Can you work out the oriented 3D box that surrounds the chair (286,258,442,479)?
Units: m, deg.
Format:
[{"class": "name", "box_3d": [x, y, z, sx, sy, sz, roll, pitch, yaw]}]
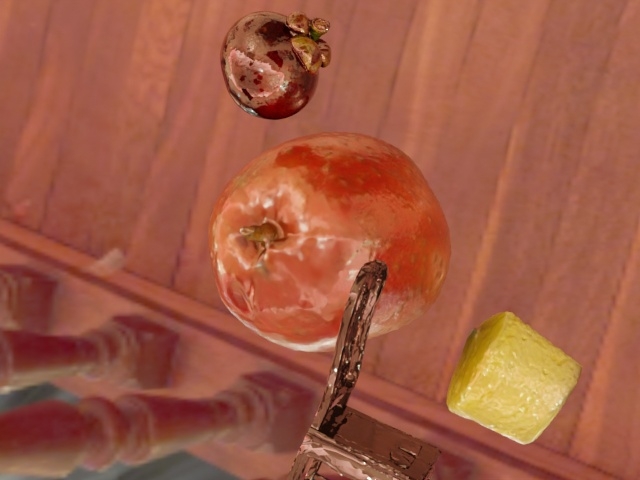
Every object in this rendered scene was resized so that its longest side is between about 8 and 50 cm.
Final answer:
[{"class": "chair", "box_3d": [0.047, 0.143, 1.161, 0.113, 0.106, 0.229, 24, 102, 10]}]

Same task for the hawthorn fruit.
[{"class": "hawthorn fruit", "box_3d": [0.000, 0.000, 1.680, 0.275, 0.299, 0.275, -2, 86, 32]}]

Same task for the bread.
[{"class": "bread", "box_3d": [0.194, 0.146, 1.489, 0.114, 0.129, 0.111, 29, 76, 0]}]

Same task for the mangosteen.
[{"class": "mangosteen", "box_3d": [-0.045, -0.205, 1.614, 0.140, 0.140, 0.140, -2, 87, 35]}]
